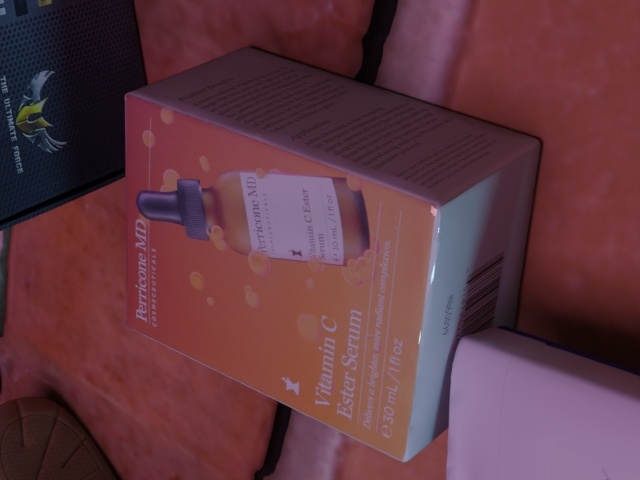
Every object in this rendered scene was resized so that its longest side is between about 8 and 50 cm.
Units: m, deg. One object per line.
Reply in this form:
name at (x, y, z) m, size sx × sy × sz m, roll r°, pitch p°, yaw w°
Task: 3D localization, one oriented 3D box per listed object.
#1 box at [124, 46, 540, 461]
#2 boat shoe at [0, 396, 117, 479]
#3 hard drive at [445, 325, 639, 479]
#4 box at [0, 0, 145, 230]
box at (0.000, 0.000, 0.611) m, size 0.170 × 0.091 × 0.130 m, roll 21°, pitch 122°, yaw 30°
boat shoe at (-0.149, 0.240, 0.846) m, size 0.092 × 0.103 × 0.285 m, roll -37°, pitch 82°, yaw 48°
hard drive at (0.173, 0.173, 0.483) m, size 0.319 × 0.040 × 0.210 m, roll 18°, pitch 112°, yaw 46°
box at (-0.176, -0.122, 0.633) m, size 0.059 × 0.183 × 0.232 m, roll 9°, pitch 115°, yaw 36°
